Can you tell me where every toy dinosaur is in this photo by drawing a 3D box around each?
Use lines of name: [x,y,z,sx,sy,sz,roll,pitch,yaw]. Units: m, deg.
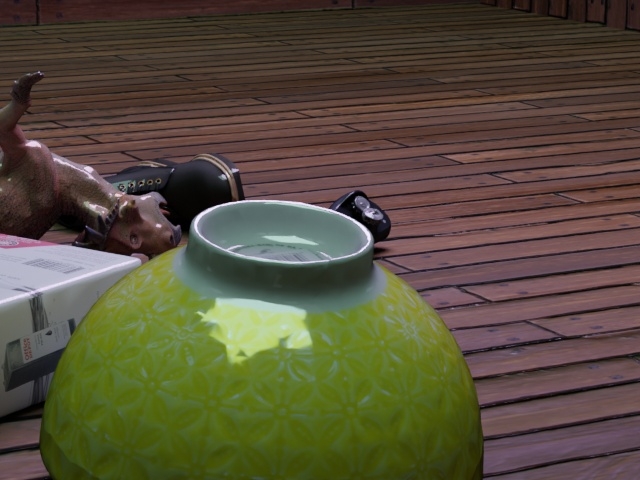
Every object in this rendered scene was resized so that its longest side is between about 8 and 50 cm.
toy dinosaur: [-0.291,-0.018,1.779,0.296,0.200,0.127,-21,-5,2]

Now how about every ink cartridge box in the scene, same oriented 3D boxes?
ink cartridge box: [-0.259,0.065,1.481,0.159,0.092,0.218,9,14,33]

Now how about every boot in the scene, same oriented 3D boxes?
boot: [-0.177,-0.038,2.007,0.137,0.077,0.198,-14,6,-34]

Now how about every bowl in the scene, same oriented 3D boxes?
bowl: [-0.030,0.066,1.262,0.289,0.156,0.289,6,20,-2]

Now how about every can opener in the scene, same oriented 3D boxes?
can opener: [0.000,0.000,1.890,0.059,0.073,0.186,48,35,16]
